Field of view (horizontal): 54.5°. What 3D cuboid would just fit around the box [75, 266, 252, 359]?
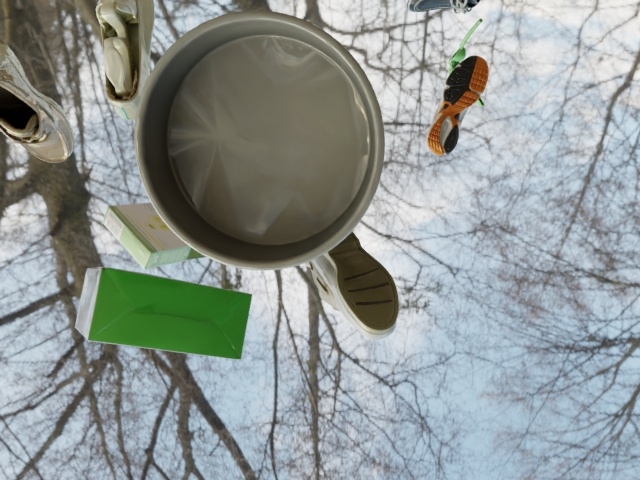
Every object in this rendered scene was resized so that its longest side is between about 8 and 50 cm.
[{"bbox_3d":[-0.290,0.126,1.128,0.262,0.231,0.126,13,-99,-26],"label":"box"}]

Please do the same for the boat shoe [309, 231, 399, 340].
[{"bbox_3d":[0.057,0.082,1.179,0.113,0.103,0.302,-7,-138,-20],"label":"boat shoe"}]

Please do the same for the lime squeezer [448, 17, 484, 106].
[{"bbox_3d":[0.437,-0.537,1.884,0.059,0.310,0.110,-41,-127,-19],"label":"lime squeezer"}]

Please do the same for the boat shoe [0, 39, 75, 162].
[{"bbox_3d":[-0.591,-0.240,1.220,0.122,0.341,0.110,-17,-116,0],"label":"boat shoe"}]

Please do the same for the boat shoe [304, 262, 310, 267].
[{"bbox_3d":[0.000,0.000,1.473,0.117,0.096,0.324,17,-170,-19],"label":"boat shoe"}]

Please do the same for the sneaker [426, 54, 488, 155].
[{"bbox_3d":[0.344,-0.353,1.608,0.099,0.262,0.121,25,-164,-2],"label":"sneaker"}]

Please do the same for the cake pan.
[{"bbox_3d":[-0.070,-0.112,0.727,0.293,0.293,0.054,5,-168,8],"label":"cake pan"}]

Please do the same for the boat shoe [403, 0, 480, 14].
[{"bbox_3d":[0.344,-0.597,1.476,0.307,0.113,0.104,-13,-104,26],"label":"boat shoe"}]

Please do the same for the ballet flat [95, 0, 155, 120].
[{"bbox_3d":[-0.293,-0.305,0.924,0.086,0.086,0.248,-6,-94,-4],"label":"ballet flat"}]

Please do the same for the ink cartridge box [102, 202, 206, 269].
[{"bbox_3d":[-0.352,-0.020,1.431,0.171,0.056,0.235,42,-150,24],"label":"ink cartridge box"}]
